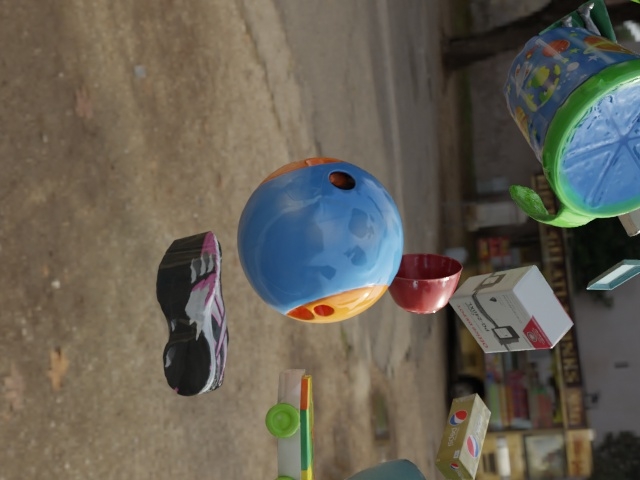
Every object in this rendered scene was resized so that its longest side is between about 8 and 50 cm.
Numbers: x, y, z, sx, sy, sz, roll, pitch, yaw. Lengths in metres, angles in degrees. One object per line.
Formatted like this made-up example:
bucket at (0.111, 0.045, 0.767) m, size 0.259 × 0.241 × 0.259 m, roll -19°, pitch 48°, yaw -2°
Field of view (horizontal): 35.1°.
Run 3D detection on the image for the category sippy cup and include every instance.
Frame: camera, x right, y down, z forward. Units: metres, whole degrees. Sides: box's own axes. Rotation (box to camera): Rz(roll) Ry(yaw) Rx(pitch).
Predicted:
sippy cup at (0.379, -0.187, 1.429) m, size 0.240 × 0.305 × 0.224 m, roll 53°, pitch 5°, yaw -39°

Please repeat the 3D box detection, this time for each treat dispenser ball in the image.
treat dispenser ball at (0.000, 0.000, 1.752) m, size 0.288 × 0.288 × 0.288 m, roll -6°, pitch 90°, yaw -80°

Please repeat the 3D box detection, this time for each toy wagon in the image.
toy wagon at (-0.047, 0.398, 1.749) m, size 0.267 × 0.068 × 0.344 m, roll 54°, pitch 34°, yaw -85°

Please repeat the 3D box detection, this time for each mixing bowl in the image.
mixing bowl at (0.223, 0.102, 2.235) m, size 0.181 × 0.182 × 0.098 m, roll -65°, pitch 154°, yaw -71°

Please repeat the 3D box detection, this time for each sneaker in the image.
sneaker at (-0.132, 0.081, 1.087) m, size 0.077 × 0.072 × 0.178 m, roll 41°, pitch 51°, yaw -68°

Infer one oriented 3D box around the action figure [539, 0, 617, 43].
action figure at (0.489, -0.290, 1.741) m, size 0.232 × 0.137 × 0.063 m, roll 59°, pitch -8°, yaw -11°

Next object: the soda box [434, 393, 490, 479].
soda box at (0.285, 0.392, 2.008) m, size 0.061 × 0.058 × 0.181 m, roll 53°, pitch 37°, yaw -21°

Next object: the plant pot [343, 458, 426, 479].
plant pot at (0.088, 0.586, 1.989) m, size 0.290 × 0.196 × 0.290 m, roll 179°, pitch -90°, yaw -69°

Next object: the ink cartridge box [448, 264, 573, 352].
ink cartridge box at (0.276, 0.104, 1.484) m, size 0.063 × 0.150 × 0.109 m, roll -43°, pitch 103°, yaw -30°

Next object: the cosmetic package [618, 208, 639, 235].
cosmetic package at (0.803, -0.138, 2.269) m, size 0.129 × 0.296 × 0.153 m, roll 61°, pitch 5°, yaw 6°

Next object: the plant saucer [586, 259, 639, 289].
plant saucer at (0.684, 0.079, 2.332) m, size 0.192 × 0.067 × 0.018 m, roll 119°, pitch -29°, yaw -67°
